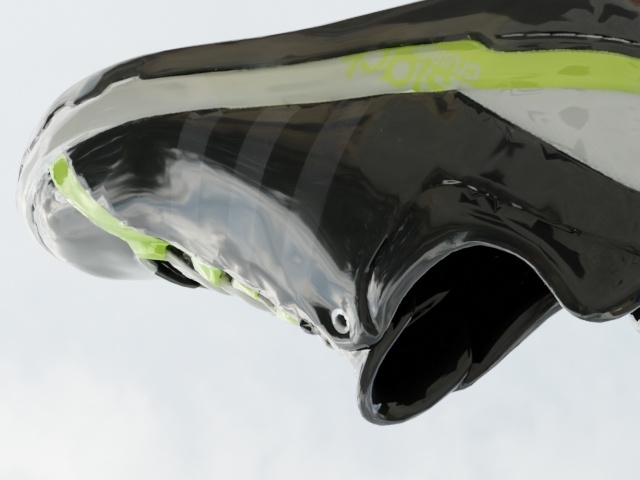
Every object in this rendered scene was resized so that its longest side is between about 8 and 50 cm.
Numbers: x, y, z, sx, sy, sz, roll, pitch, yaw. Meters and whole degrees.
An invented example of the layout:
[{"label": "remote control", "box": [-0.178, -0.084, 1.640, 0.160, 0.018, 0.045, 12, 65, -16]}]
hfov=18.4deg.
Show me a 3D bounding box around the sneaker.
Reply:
[{"label": "sneaker", "box": [0.000, 0.000, 0.518, 0.084, 0.234, 0.097, 18, -112, -43]}]
